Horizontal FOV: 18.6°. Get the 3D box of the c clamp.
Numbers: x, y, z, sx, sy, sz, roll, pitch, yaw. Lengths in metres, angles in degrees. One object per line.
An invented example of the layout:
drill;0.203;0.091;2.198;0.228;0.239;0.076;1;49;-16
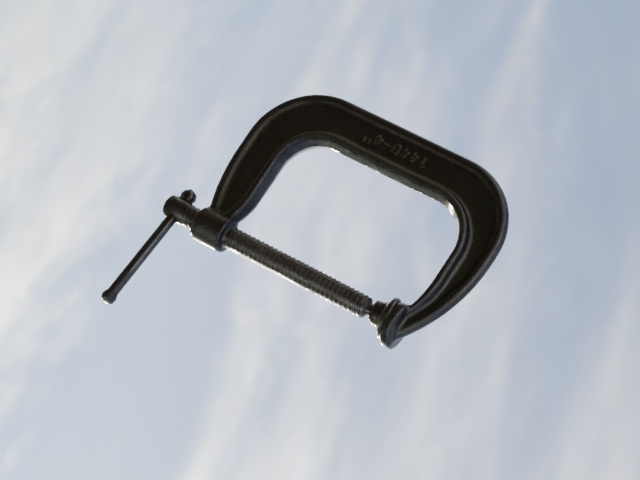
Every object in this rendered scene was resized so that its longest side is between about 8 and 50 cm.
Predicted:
c clamp;0.000;0.000;0.897;0.160;0.022;0.137;21;-110;23
